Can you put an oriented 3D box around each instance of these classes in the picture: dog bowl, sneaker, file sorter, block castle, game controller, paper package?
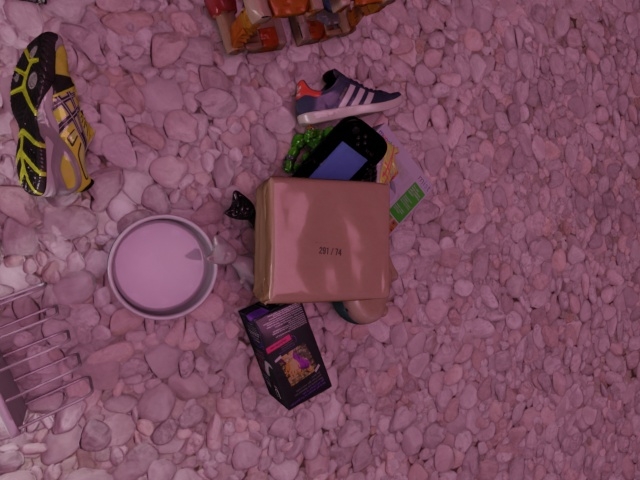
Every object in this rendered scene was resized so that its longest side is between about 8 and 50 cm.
[{"bbox_3d":[-0.403,0.066,1.276,0.265,0.104,0.265,0,90,-25],"label":"dog bowl"},{"bbox_3d":[-0.622,-0.290,1.176,0.147,0.145,0.384,2,87,-56],"label":"sneaker"},{"bbox_3d":[-0.650,0.247,1.117,0.173,0.193,0.277,-24,100,-25],"label":"file sorter"},{"bbox_3d":[0.180,-0.186,1.422,0.094,0.081,0.208,14,85,-25],"label":"sneaker"},{"bbox_3d":[-0.057,-0.666,1.322,0.453,0.303,0.213,-20,98,-24],"label":"block castle"},{"bbox_3d":[0.032,-0.187,1.360,0.166,0.067,0.319,34,113,-25],"label":"game controller"},{"bbox_3d":[0.089,-0.440,1.485,0.350,0.131,0.148,-15,100,-24],"label":"sneaker"},{"bbox_3d":[0.000,0.000,1.276,0.325,0.168,0.309,1,90,-21],"label":"paper package"}]

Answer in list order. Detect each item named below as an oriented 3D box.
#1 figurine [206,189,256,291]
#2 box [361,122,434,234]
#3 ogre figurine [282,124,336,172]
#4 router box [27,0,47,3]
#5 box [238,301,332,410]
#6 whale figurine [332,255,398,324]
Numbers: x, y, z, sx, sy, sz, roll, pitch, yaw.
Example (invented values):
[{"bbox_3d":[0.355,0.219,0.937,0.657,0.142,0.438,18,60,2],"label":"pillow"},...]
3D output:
[{"bbox_3d":[-0.196,0.005,1.325,0.209,0.092,0.215,41,61,-45],"label":"figurine"},{"bbox_3d":[0.175,-0.180,1.532,0.231,0.127,0.262,-45,106,-16],"label":"box"},{"bbox_3d":[-0.016,-0.265,1.440,0.097,0.197,0.118,17,64,-48],"label":"ogre figurine"},{"bbox_3d":[-0.695,-0.627,1.170,0.092,0.038,0.122,-1,91,-24],"label":"router box"},{"bbox_3d":[-0.100,0.299,1.385,0.143,0.165,0.270,-22,100,-23],"label":"box"},{"bbox_3d":[0.135,0.141,1.531,0.272,0.141,0.216,-42,109,-44],"label":"whale figurine"}]
